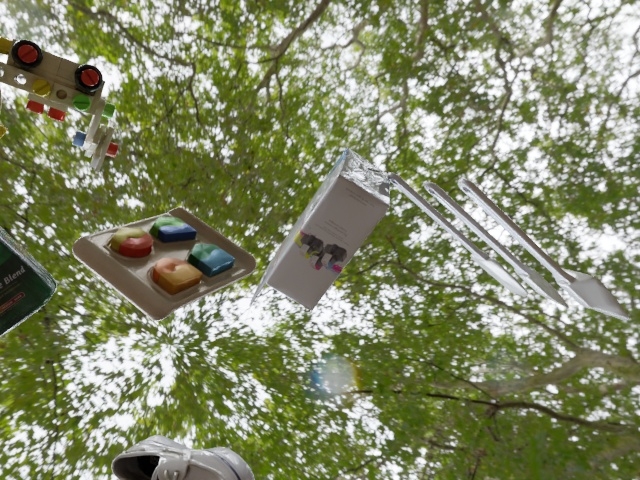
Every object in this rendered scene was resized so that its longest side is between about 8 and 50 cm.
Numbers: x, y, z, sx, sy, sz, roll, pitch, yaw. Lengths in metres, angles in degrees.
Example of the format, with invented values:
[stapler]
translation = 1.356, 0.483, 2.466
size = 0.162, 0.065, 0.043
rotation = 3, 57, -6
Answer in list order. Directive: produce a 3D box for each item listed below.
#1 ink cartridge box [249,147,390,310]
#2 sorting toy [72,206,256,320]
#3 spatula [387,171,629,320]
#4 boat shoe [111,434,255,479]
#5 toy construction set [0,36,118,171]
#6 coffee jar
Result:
[ink cartridge box]
translation = 0.000, 0.000, 0.586
size = 0.062, 0.104, 0.181
rotation = 32, -65, -7
[sorting toy]
translation = -0.228, 0.019, 0.819
size = 0.193, 0.038, 0.208
rotation = 33, -146, 20
[spatula]
translation = 0.186, 0.004, 0.553
size = 0.242, 0.168, 0.019
rotation = 38, -96, -23
[boat shoe]
translation = -0.218, 0.362, 0.832
size = 0.088, 0.268, 0.096
rotation = -4, -84, -54
[toy construction set]
translation = -0.513, -0.241, 0.991
size = 0.328, 0.151, 0.214
rotation = 15, -82, -43
[coffee jar]
translation = -0.342, 0.003, 0.499
size = 0.096, 0.079, 0.184
rotation = -40, -64, -20
